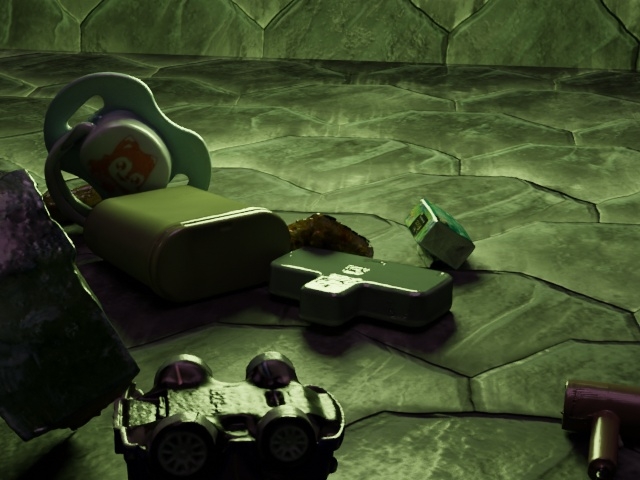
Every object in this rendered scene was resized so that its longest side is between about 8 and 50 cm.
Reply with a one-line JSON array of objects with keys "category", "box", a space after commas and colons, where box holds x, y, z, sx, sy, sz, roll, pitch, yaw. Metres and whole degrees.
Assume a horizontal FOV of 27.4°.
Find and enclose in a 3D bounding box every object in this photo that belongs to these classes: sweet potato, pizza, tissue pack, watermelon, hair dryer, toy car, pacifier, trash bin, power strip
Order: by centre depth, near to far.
[{"category": "toy car", "box": [-0.093, 0.220, 1.351, 0.235, 0.158, 0.172, -2, 18, -7]}, {"category": "watermelon", "box": [-0.307, 0.072, 1.436, 0.151, 0.264, 0.302, -35, -8, -1]}, {"category": "hair dryer", "box": [0.331, 0.229, 1.510, 0.117, 0.064, 0.181, 7, 29, 12]}, {"category": "power strip", "box": [0.041, 0.074, 1.903, 0.265, 0.059, 0.194, 12, 18, 28]}, {"category": "trash bin", "box": [-0.212, -0.003, 2.030, 0.243, 0.121, 0.247, -13, 21, -35]}, {"category": "pizza", "box": [0.000, 0.000, 2.051, 0.178, 0.041, 0.131, 11, -26, -8]}, {"category": "tissue pack", "box": [0.185, -0.003, 2.111, 0.085, 0.079, 0.111, 33, 13, -19]}, {"category": "pacifier", "box": [-0.329, -0.161, 2.225, 0.244, 0.299, 0.233, -37, 22, 21]}, {"category": "sweet potato", "box": [-0.430, -0.065, 2.270, 0.233, 0.062, 0.081, -12, 8, -23]}]

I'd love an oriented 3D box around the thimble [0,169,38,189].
[{"category": "thimble", "box": [-0.506, -0.036, 2.054, 0.150, 0.150, 0.098, -2, 20, -9]}]
